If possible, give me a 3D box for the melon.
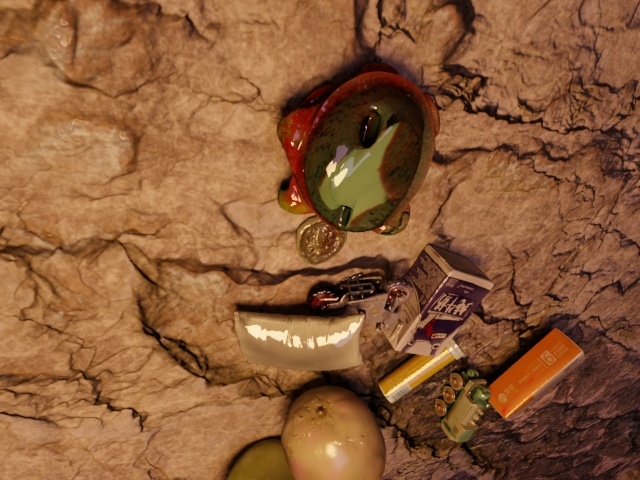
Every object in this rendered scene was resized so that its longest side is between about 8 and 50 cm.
[{"bbox_3d":[0.033,0.465,0.935,0.222,0.223,0.317,-26,127,-4],"label":"melon"}]

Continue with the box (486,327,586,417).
[{"bbox_3d":[0.598,0.378,1.152,0.274,0.091,0.220,-47,142,12],"label":"box"}]

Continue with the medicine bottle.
[{"bbox_3d":[0.246,0.314,1.020,0.218,0.074,0.074,-38,126,7],"label":"medicine bottle"}]

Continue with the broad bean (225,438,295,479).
[{"bbox_3d":[-0.128,0.630,0.982,0.237,0.119,0.292,21,73,-20],"label":"broad bean"}]

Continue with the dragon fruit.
[{"bbox_3d":[0.062,-0.128,0.648,0.295,0.130,0.268,-42,130,7],"label":"dragon fruit"}]

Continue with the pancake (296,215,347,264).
[{"bbox_3d":[0.000,-0.001,0.764,0.107,0.017,0.108,-12,123,-19],"label":"pancake"}]

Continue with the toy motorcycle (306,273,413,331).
[{"bbox_3d":[0.080,0.131,0.844,0.215,0.080,0.123,-6,124,-5],"label":"toy motorcycle"}]

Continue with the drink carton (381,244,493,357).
[{"bbox_3d":[0.241,0.137,0.893,0.134,0.102,0.223,16,115,-31],"label":"drink carton"}]

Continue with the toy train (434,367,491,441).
[{"bbox_3d":[0.391,0.446,1.124,0.080,0.125,0.194,7,118,-28],"label":"toy train"}]

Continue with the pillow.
[{"bbox_3d":[-0.037,0.190,0.796,0.253,0.078,0.145,3,122,0],"label":"pillow"}]
